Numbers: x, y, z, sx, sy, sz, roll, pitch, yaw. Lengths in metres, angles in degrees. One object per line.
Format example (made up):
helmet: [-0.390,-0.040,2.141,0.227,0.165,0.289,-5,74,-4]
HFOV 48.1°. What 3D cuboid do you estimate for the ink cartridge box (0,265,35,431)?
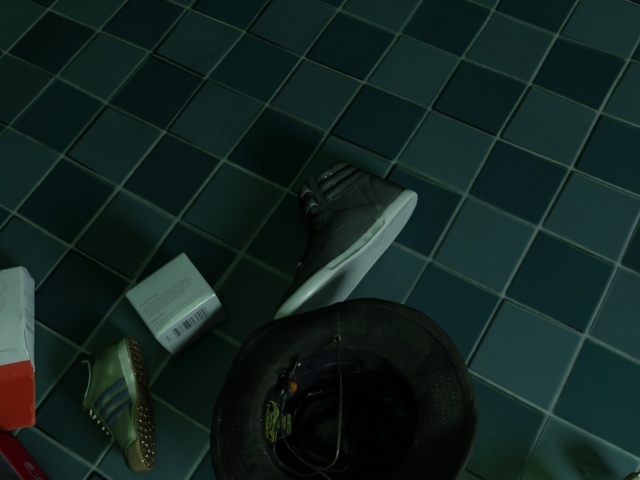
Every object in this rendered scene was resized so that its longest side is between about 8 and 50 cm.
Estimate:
ink cartridge box: [-0.513,0.165,1.040,0.189,0.066,0.232,-12,58,-1]

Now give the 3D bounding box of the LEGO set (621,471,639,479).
LEGO set: [0.294,0.389,0.833,0.132,0.107,0.287,20,47,19]

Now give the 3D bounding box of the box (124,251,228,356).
box: [-0.202,0.093,1.021,0.101,0.102,0.087,-37,68,-12]

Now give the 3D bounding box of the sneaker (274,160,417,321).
sneaker: [0.000,0.000,1.055,0.147,0.104,0.296,34,65,22]

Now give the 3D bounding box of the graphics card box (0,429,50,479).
graphics card box: [-0.475,0.444,0.872,0.233,0.094,0.371,41,75,21]

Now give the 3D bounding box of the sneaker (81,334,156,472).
sneaker: [-0.283,0.231,0.984,0.086,0.064,0.192,-18,62,4]

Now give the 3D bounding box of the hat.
hat: [0.035,0.237,0.912,0.331,0.134,0.331,-7,59,12]
